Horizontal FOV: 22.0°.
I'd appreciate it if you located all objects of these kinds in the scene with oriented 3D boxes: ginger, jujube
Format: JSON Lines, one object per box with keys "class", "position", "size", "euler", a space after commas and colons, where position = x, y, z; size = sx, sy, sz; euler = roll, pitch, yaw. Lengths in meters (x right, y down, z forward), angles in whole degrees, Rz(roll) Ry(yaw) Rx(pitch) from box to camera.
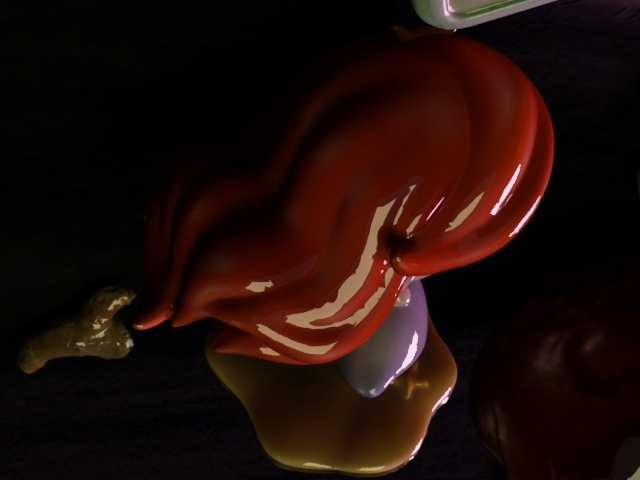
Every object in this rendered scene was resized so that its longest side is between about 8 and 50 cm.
{"class": "ginger", "position": [-0.148, 0.058, 1.049], "size": [0.097, 0.030, 0.048], "euler": [-34, 121, 23]}
{"class": "jujube", "position": [0.266, 0.103, 1.179], "size": [0.318, 0.223, 0.223], "euler": [-21, 152, -7]}

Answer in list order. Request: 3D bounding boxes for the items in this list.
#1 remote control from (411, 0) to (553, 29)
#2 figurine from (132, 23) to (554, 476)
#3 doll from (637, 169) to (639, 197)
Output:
{"class": "remote control", "position": [0.082, -0.209, 0.664], "size": [0.128, 0.065, 0.335], "euler": [-19, 152, -3]}
{"class": "figurine", "position": [0.006, 0.006, 0.901], "size": [0.208, 0.181, 0.257], "euler": [12, 142, 4]}
{"class": "doll", "position": [0.355, -0.057, 1.045], "size": [0.208, 0.144, 0.271], "euler": [24, 131, -24]}
